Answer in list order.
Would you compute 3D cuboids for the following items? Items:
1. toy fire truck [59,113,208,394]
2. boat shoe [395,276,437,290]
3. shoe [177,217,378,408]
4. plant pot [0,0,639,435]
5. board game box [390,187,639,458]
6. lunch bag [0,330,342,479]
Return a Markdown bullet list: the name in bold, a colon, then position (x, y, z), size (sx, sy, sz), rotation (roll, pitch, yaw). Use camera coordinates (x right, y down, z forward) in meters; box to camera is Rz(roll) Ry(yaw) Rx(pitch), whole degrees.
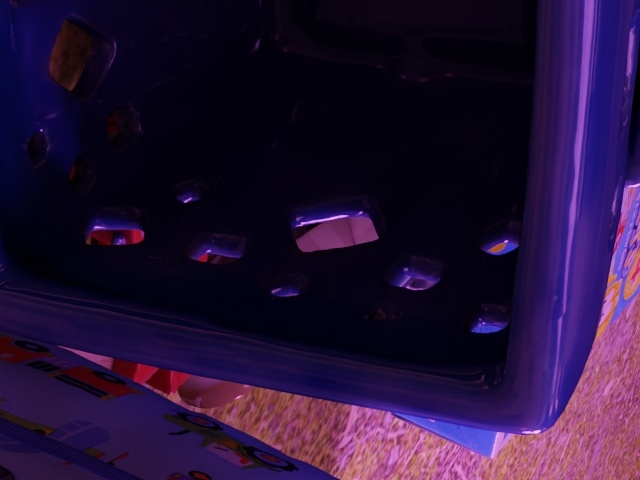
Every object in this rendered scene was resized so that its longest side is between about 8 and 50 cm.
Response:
- **toy fire truck**: position (-0.103, 0.047, 0.781), size (0.135, 0.047, 0.192), rotation (-44, 149, -43)
- **boat shoe**: position (0.083, -0.060, 1.034), size (0.089, 0.109, 0.258), rotation (-3, 112, -63)
- **shoe**: position (0.000, 0.000, 0.926), size (0.219, 0.076, 0.058), rotation (-41, 112, -31)
- **plant pot**: position (0.009, -0.097, 0.628), size (0.212, 0.236, 0.236), rotation (-46, 141, -55)
- **board game box**: position (0.180, -0.046, 1.299), size (0.302, 0.086, 0.308), rotation (-38, 144, -51)
- **lunch bag**: position (-0.122, 0.107, 0.558), size (0.138, 0.221, 0.293), rotation (-67, 159, 1)
